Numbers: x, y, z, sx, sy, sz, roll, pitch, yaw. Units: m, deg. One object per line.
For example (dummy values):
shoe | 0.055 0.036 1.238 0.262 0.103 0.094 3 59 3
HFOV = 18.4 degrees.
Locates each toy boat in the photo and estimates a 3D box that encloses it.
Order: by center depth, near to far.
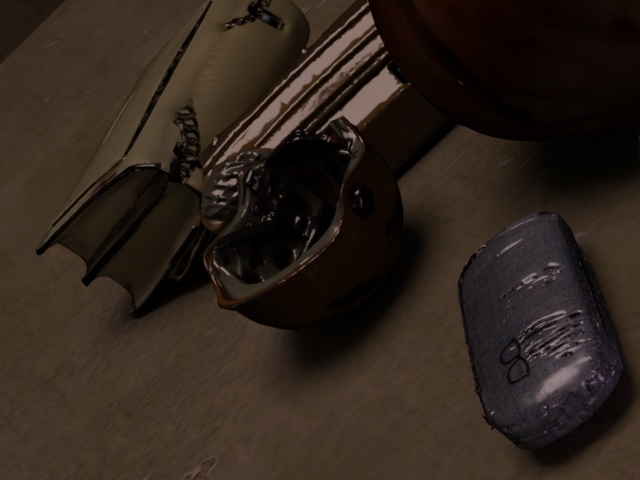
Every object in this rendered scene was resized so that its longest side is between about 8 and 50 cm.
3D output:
toy boat | 0.054 -0.152 2.027 0.445 0.136 0.162 -45 59 -1

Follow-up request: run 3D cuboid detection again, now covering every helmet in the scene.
helmet | 0.000 0.000 1.853 0.198 0.130 0.224 -30 35 38

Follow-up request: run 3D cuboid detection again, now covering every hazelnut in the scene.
hazelnut | 0.227 -0.272 1.696 0.409 0.359 0.359 -50 21 10

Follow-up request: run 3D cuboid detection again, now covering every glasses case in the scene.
glasses case | 0.167 0.065 1.537 0.109 0.067 0.282 -35 25 14

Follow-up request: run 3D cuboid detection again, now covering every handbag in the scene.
handbag | -0.150 -0.113 2.247 0.237 0.160 0.358 -47 14 44

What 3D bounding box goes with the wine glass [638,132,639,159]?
wine glass | 0.305 -0.038 1.450 0.103 0.103 0.222 -38 23 12
